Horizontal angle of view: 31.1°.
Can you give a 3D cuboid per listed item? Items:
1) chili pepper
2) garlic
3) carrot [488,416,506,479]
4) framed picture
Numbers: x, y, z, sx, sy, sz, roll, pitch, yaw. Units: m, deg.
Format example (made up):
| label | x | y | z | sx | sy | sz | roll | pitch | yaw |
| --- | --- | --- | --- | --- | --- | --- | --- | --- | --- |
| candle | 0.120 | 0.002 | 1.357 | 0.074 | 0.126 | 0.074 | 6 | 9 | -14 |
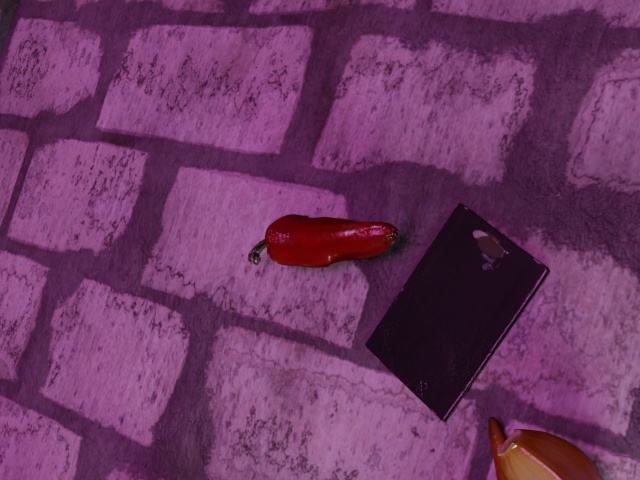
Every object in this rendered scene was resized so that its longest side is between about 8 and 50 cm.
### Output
| label | x | y | z | sx | sy | sz | roll | pitch | yaw |
| --- | --- | --- | --- | --- | --- | --- | --- | --- | --- |
| chili pepper | 0.000 | 0.000 | 2.242 | 0.387 | 0.110 | 0.110 | -1 | 74 | 40 |
| garlic | 0.373 | 0.376 | 1.763 | 0.115 | 0.128 | 0.206 | -27 | 46 | -23 |
| carrot | 0.308 | 0.400 | 1.856 | 0.061 | 0.061 | 0.257 | -30 | 46 | 30 |
| framed picture | 0.235 | 0.123 | 2.049 | 0.244 | 0.013 | 0.324 | 42 | 103 | 42 |
